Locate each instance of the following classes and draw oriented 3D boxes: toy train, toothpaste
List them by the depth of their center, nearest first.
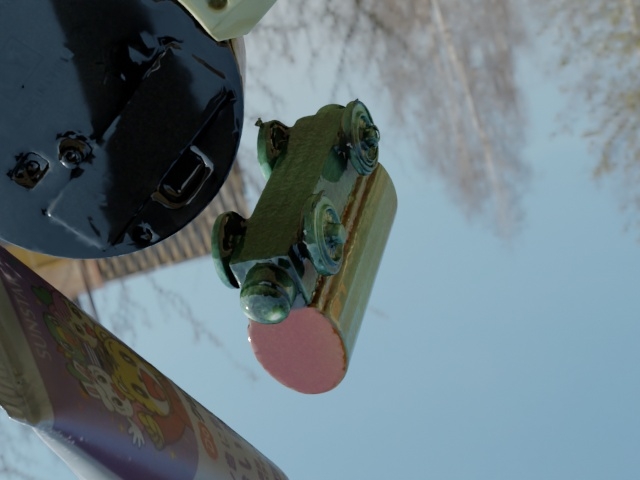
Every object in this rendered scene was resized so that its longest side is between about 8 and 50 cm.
[{"bbox_3d":[-0.075,0.094,0.620,0.073,0.299,0.114,-32,-128,2],"label":"toothpaste"},{"bbox_3d":[0.000,0.000,1.210,0.116,0.177,0.285,-11,-149,20],"label":"toy train"}]

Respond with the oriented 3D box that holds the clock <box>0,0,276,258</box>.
[{"bbox_3d":[-0.101,-0.170,0.666,0.379,0.276,0.120,-54,-164,19],"label":"clock"}]
